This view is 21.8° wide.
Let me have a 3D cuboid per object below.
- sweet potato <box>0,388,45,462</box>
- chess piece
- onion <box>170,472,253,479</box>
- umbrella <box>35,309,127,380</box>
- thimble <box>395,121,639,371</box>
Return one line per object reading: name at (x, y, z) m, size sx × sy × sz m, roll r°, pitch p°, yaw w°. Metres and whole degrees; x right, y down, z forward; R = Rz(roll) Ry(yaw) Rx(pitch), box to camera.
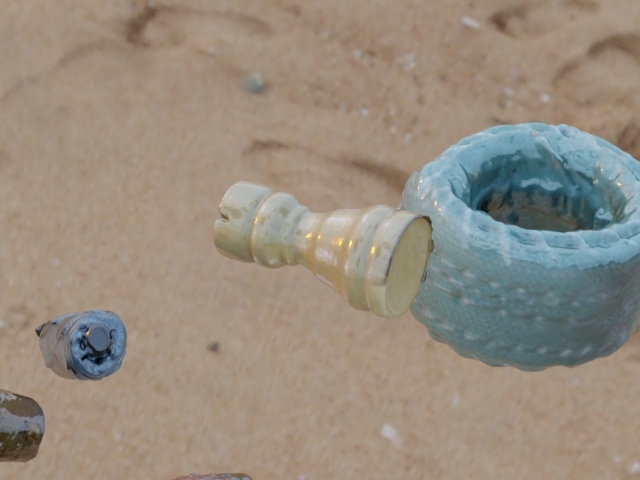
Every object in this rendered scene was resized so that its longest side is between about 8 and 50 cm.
sweet potato at (-0.319, 0.109, 1.125) m, size 0.281 × 0.067 × 0.059 m, roll 15°, pitch 82°, yaw -42°
chess piece at (0.000, 0.000, 0.991) m, size 0.122 × 0.066 × 0.066 m, roll 17°, pitch 38°, yaw 25°
onion at (-0.224, 0.278, 1.102) m, size 0.398 × 0.398 × 0.420 m, roll 38°, pitch 67°, yaw 16°
umbrella at (-0.187, 0.082, 1.290) m, size 0.052 × 0.250 × 0.053 m, roll -12°, pitch 88°, yaw -16°
thimble at (0.174, 0.003, 1.423) m, size 0.235 × 0.143 × 0.198 m, roll 6°, pitch 37°, yaw -5°
